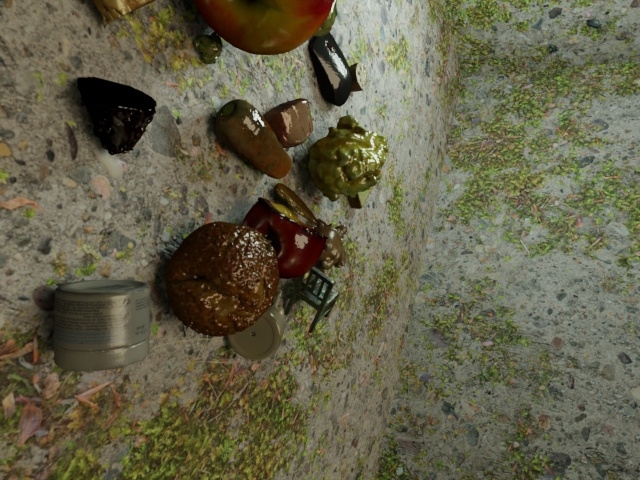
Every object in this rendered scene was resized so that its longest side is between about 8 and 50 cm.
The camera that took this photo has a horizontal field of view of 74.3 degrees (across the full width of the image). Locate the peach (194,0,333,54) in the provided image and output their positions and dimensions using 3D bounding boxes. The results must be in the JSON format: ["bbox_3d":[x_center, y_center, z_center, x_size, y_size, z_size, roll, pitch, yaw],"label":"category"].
[{"bbox_3d":[-0.146,-0.672,1.045,0.388,0.389,0.387,-17,110,-58],"label":"peach"}]

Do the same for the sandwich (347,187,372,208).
[{"bbox_3d":[0.186,-0.276,1.970,0.214,0.065,0.186,-61,143,-32],"label":"sandwich"}]

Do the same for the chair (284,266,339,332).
[{"bbox_3d":[-0.012,0.185,1.545,0.147,0.136,0.270,-35,152,-51],"label":"chair"}]

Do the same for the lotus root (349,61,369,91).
[{"bbox_3d":[0.154,-0.703,1.817,0.122,0.081,0.112,-49,134,-43],"label":"lotus root"}]

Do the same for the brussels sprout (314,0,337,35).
[{"bbox_3d":[-0.013,-0.810,1.458,0.161,0.144,0.180,-173,-105,-86],"label":"brussels sprout"}]

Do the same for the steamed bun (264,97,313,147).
[{"bbox_3d":[-0.105,-0.389,1.416,0.175,0.106,0.144,-40,129,-37],"label":"steamed bun"}]

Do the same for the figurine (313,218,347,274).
[{"bbox_3d":[0.003,0.002,1.566,0.173,0.177,0.247,55,37,-39],"label":"figurine"}]

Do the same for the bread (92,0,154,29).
[{"bbox_3d":[-0.426,-0.538,0.851,0.134,0.085,0.173,-53,140,-36],"label":"bread"}]

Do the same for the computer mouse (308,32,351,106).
[{"bbox_3d":[0.056,-0.666,1.648,0.168,0.087,0.295,-57,139,-32],"label":"computer mouse"}]

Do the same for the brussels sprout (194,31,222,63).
[{"bbox_3d":[-0.287,-0.517,1.126,0.085,0.058,0.085,-3,90,-75],"label":"brussels sprout"}]

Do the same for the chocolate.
[{"bbox_3d":[-0.430,-0.246,0.887,0.156,0.156,0.133,-22,142,-57],"label":"chocolate"}]

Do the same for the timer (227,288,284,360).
[{"bbox_3d":[-0.177,0.264,1.406,0.266,0.175,0.175,-36,128,-75],"label":"timer"}]

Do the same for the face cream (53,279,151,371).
[{"bbox_3d":[-0.442,0.164,0.865,0.177,0.178,0.152,-2,97,-60],"label":"face cream"}]

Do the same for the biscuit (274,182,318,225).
[{"bbox_3d":[-0.089,-0.134,1.486,0.206,0.025,0.126,42,15,-28],"label":"biscuit"}]

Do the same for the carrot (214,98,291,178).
[{"bbox_3d":[-0.188,-0.293,1.263,0.302,0.139,0.138,35,65,-57],"label":"carrot"}]

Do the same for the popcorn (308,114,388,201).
[{"bbox_3d":[0.100,-0.295,1.608,0.274,0.279,0.335,42,32,-1],"label":"popcorn"}]

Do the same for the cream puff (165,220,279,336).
[{"bbox_3d":[-0.245,0.105,1.086,0.303,0.212,0.302,-4,103,-19],"label":"cream puff"}]

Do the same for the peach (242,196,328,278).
[{"bbox_3d":[-0.125,0.006,1.350,0.201,0.258,0.362,-57,176,5],"label":"peach"}]
